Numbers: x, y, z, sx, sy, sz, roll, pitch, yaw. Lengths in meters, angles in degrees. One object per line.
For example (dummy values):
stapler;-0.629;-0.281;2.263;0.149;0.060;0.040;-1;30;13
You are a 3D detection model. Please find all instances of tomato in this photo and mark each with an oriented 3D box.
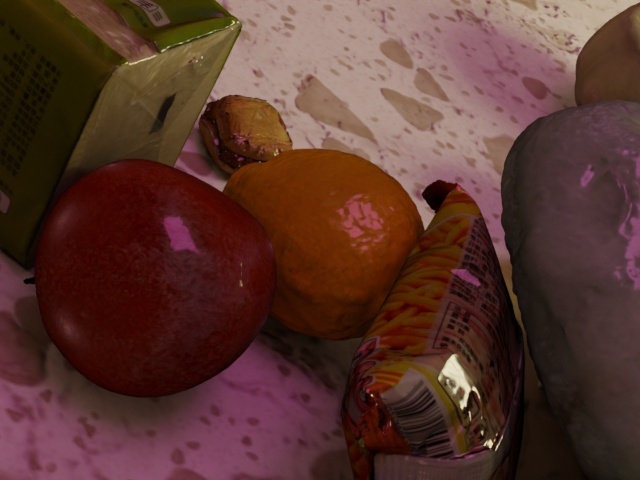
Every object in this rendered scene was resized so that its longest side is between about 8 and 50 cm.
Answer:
tomato;-0.111;0.025;1.061;0.167;0.167;0.167;20;37;-16

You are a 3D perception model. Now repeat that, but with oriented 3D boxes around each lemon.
lemon;0.000;0.000;1.190;0.187;0.142;0.142;35;33;30

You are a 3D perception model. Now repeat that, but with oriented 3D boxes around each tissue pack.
tissue pack;-0.228;-0.154;1.152;0.274;0.200;0.167;42;38;14

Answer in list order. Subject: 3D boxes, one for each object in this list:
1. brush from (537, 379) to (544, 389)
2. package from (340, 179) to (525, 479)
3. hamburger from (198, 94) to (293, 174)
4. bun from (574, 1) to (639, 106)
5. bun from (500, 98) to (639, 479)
brush;0.264;0.068;1.388;0.042;0.039;0.299;41;38;12
package;0.087;0.118;1.068;0.108;0.223;0.288;4;33;21
hamburger;-0.064;-0.087;1.326;0.076;0.044;0.083;11;43;-29
bun;0.352;-0.146;1.633;0.193;0.128;0.178;50;38;6
bun;0.263;0.051;1.177;0.354;0.194;0.354;-18;90;-72
